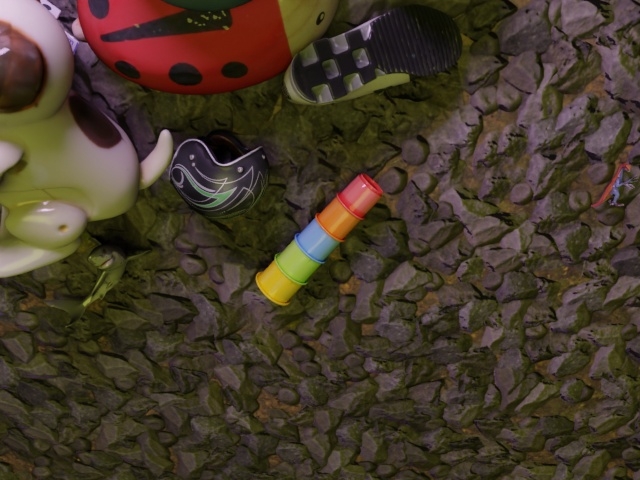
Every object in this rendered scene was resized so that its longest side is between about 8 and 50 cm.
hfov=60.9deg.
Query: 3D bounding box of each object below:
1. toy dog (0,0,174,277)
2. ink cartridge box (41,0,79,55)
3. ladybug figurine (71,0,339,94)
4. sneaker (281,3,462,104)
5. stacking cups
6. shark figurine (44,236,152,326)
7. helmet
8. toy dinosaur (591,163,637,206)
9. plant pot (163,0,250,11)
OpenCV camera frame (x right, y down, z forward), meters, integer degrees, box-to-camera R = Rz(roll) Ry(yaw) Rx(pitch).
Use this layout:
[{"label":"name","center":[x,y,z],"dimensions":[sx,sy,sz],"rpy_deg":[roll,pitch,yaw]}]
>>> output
[{"label":"toy dog","center":[-0.453,-0.175,0.843],"dimensions":[0.395,0.284,0.408],"rpy_deg":[-6,145,-5]},{"label":"ink cartridge box","center":[-0.525,-0.341,0.929],"dimensions":[0.208,0.045,0.206],"rpy_deg":[37,132,-17]},{"label":"ladybug figurine","center":[-0.188,-0.368,0.862],"dimensions":[0.449,0.162,0.305],"rpy_deg":[-12,126,9]},{"label":"sneaker","center":[0.082,-0.313,0.943],"dimensions":[0.330,0.146,0.122],"rpy_deg":[-18,99,-16]},{"label":"stacking cups","center":[0.000,0.000,1.105],"dimensions":[0.096,0.096,0.316],"rpy_deg":[38,112,-17]},{"label":"shark figurine","center":[-0.477,0.057,1.159],"dimensions":[0.116,0.166,0.278],"rpy_deg":[49,129,5]},{"label":"helmet","center":[-0.179,-0.119,1.010],"dimensions":[0.161,0.169,0.169],"rpy_deg":[32,114,3]},{"label":"toy dinosaur","center":[0.586,-0.109,1.076],"dimensions":[0.090,0.047,0.082],"rpy_deg":[-6,99,15]},{"label":"plant pot","center":[-0.157,-0.432,0.634],"dimensions":[0.290,0.195,0.290],"rpy_deg":[-1,108,-2]}]
